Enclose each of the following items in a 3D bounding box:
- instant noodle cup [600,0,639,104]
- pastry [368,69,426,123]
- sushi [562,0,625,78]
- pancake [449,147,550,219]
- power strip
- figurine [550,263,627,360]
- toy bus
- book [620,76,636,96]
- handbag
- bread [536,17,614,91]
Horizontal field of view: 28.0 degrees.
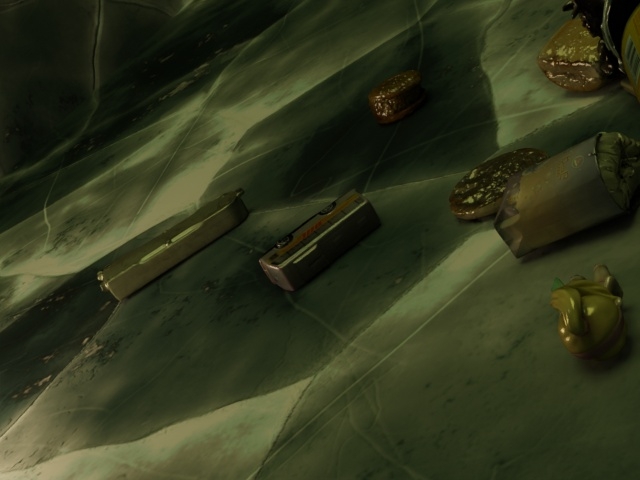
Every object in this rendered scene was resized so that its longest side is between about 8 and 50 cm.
[{"bbox_3d":[0.422,-0.196,1.401,0.216,0.215,0.236,-24,35,24],"label":"instant noodle cup"},{"bbox_3d":[0.127,-0.237,2.116,0.109,0.057,0.097,-11,25,41],"label":"pastry"},{"bbox_3d":[0.410,-0.337,1.610,0.238,0.225,0.219,-36,24,-1],"label":"sushi"},{"bbox_3d":[0.233,-0.077,1.653,0.152,0.025,0.151,-30,21,13],"label":"pancake"},{"bbox_3d":[-0.240,0.005,2.124,0.286,0.048,0.080,-34,23,0],"label":"power strip"},{"bbox_3d":[0.259,0.061,1.258,0.083,0.083,0.187,-26,13,20],"label":"figurine"},{"bbox_3d":[0.000,0.000,1.780,0.172,0.057,0.072,-38,30,-11],"label":"toy bus"},{"bbox_3d":[0.508,-0.239,1.612,0.232,0.022,0.162,-32,21,2],"label":"book"},{"bbox_3d":[0.285,-0.060,1.449,0.173,0.095,0.117,-23,27,33],"label":"handbag"},{"bbox_3d":[0.371,-0.254,1.769,0.125,0.082,0.106,13,59,49],"label":"bread"}]
